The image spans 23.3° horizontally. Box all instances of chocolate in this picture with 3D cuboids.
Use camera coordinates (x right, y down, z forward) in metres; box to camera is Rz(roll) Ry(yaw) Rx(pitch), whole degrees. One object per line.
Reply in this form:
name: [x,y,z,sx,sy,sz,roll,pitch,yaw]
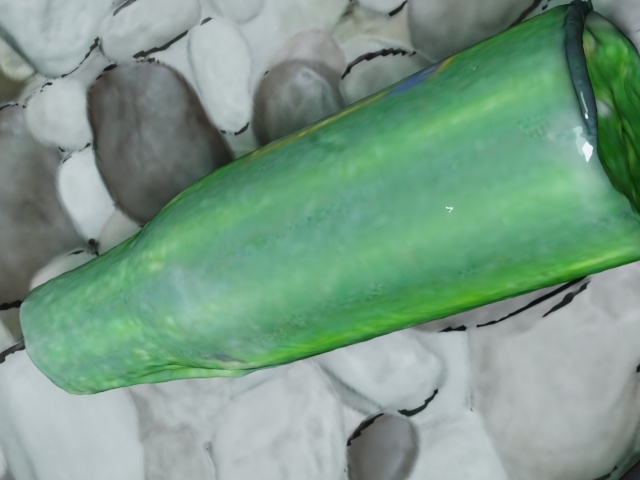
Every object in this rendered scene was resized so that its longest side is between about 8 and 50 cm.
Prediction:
chocolate: [0.000,0.000,0.644,0.291,0.110,0.110,-20,86,27]

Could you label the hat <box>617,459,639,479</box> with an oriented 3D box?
hat: [0.149,0.196,0.534,0.336,0.238,0.209,-28,104,-6]
